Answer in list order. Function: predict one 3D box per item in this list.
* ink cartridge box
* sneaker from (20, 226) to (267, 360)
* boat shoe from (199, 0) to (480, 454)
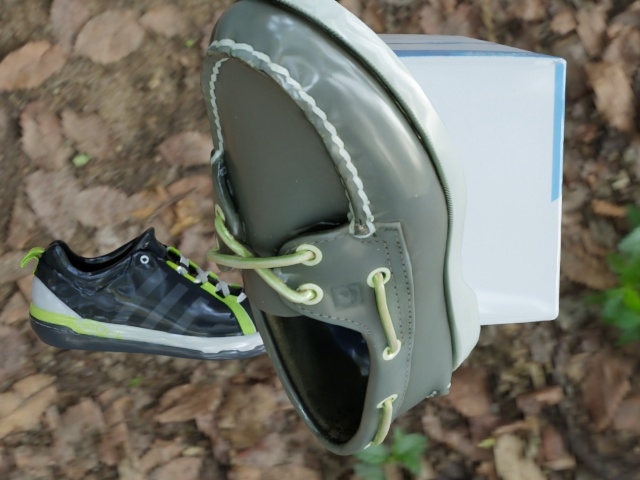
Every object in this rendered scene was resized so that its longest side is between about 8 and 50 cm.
[{"bbox_3d":[0.056,-0.058,1.284,0.197,0.270,0.198,-2,102,-11],"label":"ink cartridge box"},{"bbox_3d":[-0.126,0.039,1.320,0.234,0.084,0.097,2,102,-7],"label":"sneaker"},{"bbox_3d":[0.004,0.002,0.740,0.109,0.305,0.091,30,69,28],"label":"boat shoe"}]
